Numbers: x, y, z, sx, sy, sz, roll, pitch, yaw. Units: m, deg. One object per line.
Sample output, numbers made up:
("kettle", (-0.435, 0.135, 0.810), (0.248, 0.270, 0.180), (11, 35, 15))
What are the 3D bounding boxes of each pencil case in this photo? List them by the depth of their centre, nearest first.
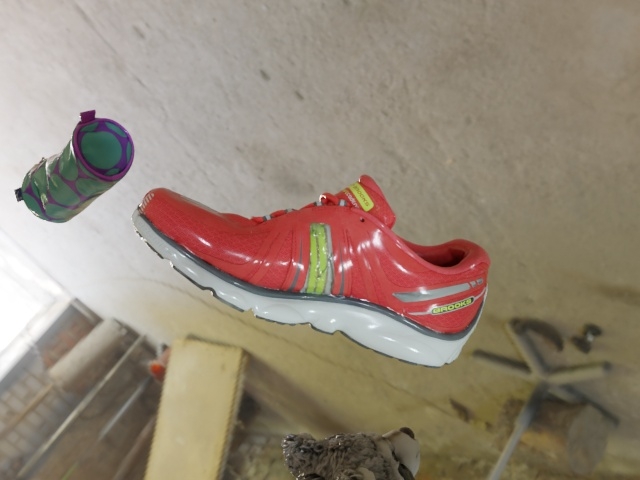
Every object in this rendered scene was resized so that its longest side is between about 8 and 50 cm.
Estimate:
("pencil case", (-0.238, -0.067, 0.836), (0.152, 0.064, 0.070), (-23, 90, 49))

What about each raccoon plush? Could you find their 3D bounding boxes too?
("raccoon plush", (0.034, 0.448, 1.055), (0.216, 0.446, 0.299), (-5, 146, 40))

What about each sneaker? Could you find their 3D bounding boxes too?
("sneaker", (0.000, 0.000, 0.657), (0.279, 0.118, 0.107), (18, -167, -16))
